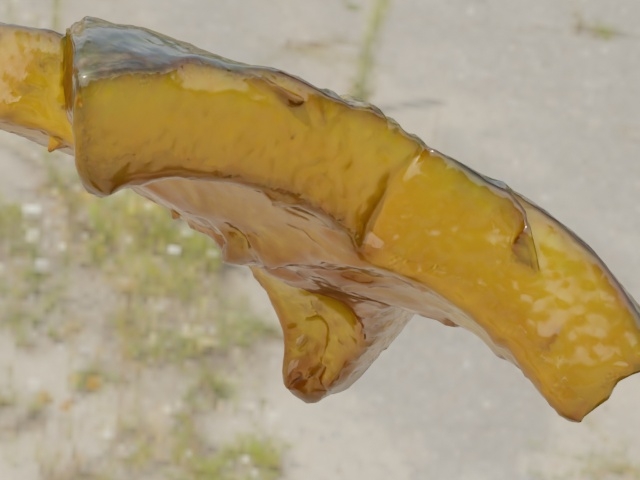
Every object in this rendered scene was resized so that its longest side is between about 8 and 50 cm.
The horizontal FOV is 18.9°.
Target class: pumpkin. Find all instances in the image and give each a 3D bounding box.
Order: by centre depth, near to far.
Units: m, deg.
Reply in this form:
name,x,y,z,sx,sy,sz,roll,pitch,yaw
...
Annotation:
name,x,y,z,sx,sy,sz,roll,pitch,yaw
pumpkin,-0.023,-0.011,0.790,0.258,0.095,0.290,30,-11,-20
